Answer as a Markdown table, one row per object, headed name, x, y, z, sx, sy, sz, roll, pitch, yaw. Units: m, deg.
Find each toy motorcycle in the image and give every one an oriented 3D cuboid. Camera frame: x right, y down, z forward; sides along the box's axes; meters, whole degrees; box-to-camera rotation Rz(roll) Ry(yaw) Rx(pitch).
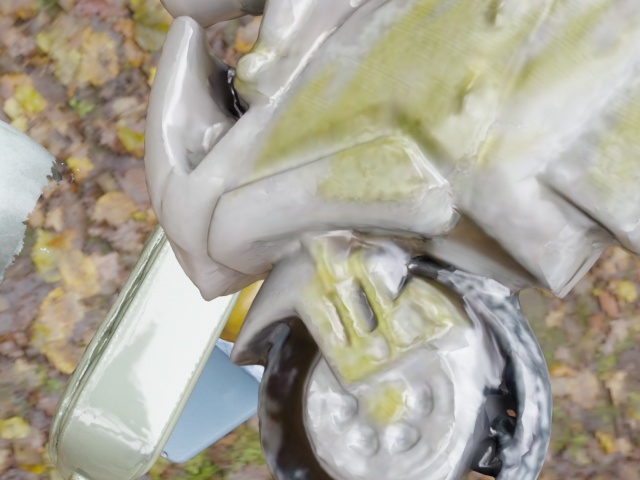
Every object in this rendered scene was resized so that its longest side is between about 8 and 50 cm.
| name | x | y | z | sx | sy | sz | roll | pitch | yaw |
| --- | --- | --- | --- | --- | --- | --- | --- | --- | --- |
| toy motorcycle | 0.048 | -0.083 | 0.450 | 0.223 | 0.108 | 0.340 | 36 | 94 | 25 |

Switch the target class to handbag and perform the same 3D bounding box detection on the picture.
| name | x | y | z | sx | sy | sz | roll | pitch | yaw |
| --- | --- | --- | --- | --- | --- | --- | --- | --- | --- |
| handbag | -0.130 | 0.075 | 1.049 | 0.079 | 0.219 | 0.256 | 30 | 64 | -8 |

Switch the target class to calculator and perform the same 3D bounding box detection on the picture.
| name | x | y | z | sx | sy | sz | roll | pitch | yaw |
| --- | --- | --- | --- | --- | --- | --- | --- | --- | --- |
| calculator | -0.126 | 0.144 | 1.360 | 0.121 | 0.210 | 0.039 | 42 | 32 | -16 |

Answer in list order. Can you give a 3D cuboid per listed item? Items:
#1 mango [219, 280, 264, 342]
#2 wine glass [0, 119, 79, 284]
| name | x | y | z | sx | sy | sz | roll | pitch | yaw |
| --- | --- | --- | --- | --- | --- | --- | --- | --- | --- |
| mango | 0.000 | 0.000 | 1.222 | 0.253 | 0.138 | 0.113 | -35 | 84 | -7 |
| wine glass | -0.432 | -0.077 | 1.336 | 0.357 | 0.190 | 0.190 | 27 | 67 | -19 |
